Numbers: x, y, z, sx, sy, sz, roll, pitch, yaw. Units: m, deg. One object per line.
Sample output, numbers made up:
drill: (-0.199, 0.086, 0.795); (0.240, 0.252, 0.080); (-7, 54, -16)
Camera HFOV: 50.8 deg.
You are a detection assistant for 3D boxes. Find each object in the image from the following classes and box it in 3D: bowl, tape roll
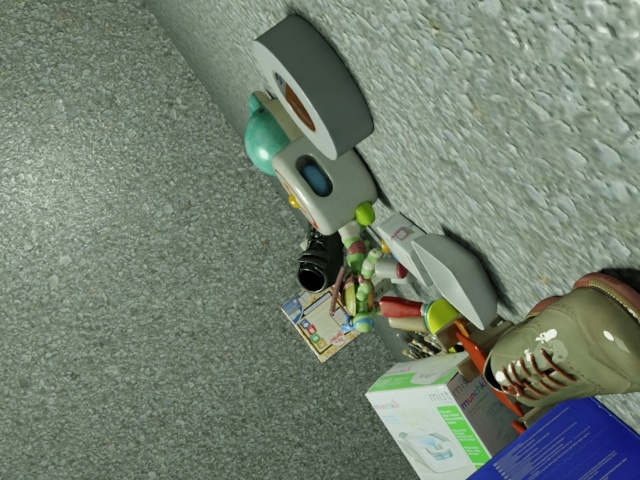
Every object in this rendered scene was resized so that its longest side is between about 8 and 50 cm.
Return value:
bowl: (0.211, 0.053, 1.028); (0.142, 0.053, 0.142); (56, 174, -31)
tape roll: (-0.013, -0.231, 1.033); (0.219, 0.072, 0.219); (53, 175, 7)

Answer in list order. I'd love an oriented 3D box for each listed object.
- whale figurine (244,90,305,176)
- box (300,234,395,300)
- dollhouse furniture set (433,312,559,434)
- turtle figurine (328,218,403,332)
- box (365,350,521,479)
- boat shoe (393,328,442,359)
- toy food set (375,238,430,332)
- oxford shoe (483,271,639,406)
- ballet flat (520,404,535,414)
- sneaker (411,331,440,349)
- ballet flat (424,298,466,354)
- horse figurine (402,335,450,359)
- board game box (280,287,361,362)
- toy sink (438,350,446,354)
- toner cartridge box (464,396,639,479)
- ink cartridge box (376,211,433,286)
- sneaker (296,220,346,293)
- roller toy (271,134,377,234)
whale figurine: (-0.117, -0.242, 1.560); (0.216, 0.141, 0.272); (56, 175, -34)
box: (0.077, 0.069, 1.880); (0.232, 0.149, 0.127); (52, 177, 24)
dollhouse furniture set: (0.302, 0.255, 1.093); (0.259, 0.135, 0.262); (54, 175, -13)
turtle figurine: (0.146, 0.079, 1.592); (0.198, 0.275, 0.266); (28, -145, -42)
box: (0.258, 0.351, 1.340); (0.231, 0.127, 0.262); (57, 146, -6)
boat shoe: (0.271, 0.285, 1.886); (0.112, 0.096, 0.335); (50, 174, 33)
toy food set: (0.185, 0.100, 1.348); (0.105, 0.111, 0.232); (2, 118, 30)
oxford shoe: (0.249, 0.124, 0.678); (0.123, 0.130, 0.348); (52, 175, 13)
ballet flat: (0.370, 0.394, 1.489); (0.147, 0.147, 0.409); (53, 175, 8)
sneaker: (0.281, 0.219, 1.631); (0.135, 0.058, 0.052); (34, 155, -15)
ballet flat: (0.280, 0.191, 1.340); (0.077, 0.077, 0.231); (21, 157, 40)
horse figurine: (0.301, 0.285, 1.586); (0.175, 0.066, 0.263); (30, 164, -2)
board game box: (0.007, 0.218, 1.860); (0.193, 0.147, 0.045); (52, 178, 14)
toy sink: (0.351, 0.425, 1.794); (0.234, 0.153, 0.131); (51, 175, 16)
toner cartridge box: (0.273, 0.365, 0.884); (0.075, 0.348, 0.165); (55, 176, -33)
ink cartridge box: (0.165, 0.015, 1.210); (0.088, 0.052, 0.122); (56, 176, -35)
sneaker: (0.000, 0.000, 1.689); (0.147, 0.105, 0.295); (-43, -46, -58)
roller toy: (0.001, -0.114, 1.296); (0.191, 0.146, 0.209); (57, 175, -37)
